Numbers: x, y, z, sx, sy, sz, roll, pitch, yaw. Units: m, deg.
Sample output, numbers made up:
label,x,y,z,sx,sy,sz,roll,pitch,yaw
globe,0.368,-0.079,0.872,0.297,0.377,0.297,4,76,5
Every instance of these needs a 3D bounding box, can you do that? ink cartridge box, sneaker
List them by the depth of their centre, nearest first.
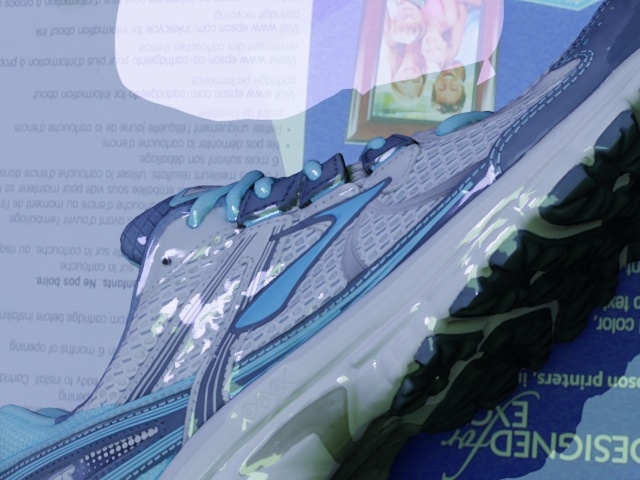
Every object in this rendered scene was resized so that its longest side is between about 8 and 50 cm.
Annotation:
label,x,y,z,sx,sy,sz,roll,pitch,yaw
sneaker,0.001,0.011,0.614,0.283,0.110,0.122,-45,69,5
ink cartridge box,0.000,0.000,0.707,0.303,0.072,0.307,2,83,17
